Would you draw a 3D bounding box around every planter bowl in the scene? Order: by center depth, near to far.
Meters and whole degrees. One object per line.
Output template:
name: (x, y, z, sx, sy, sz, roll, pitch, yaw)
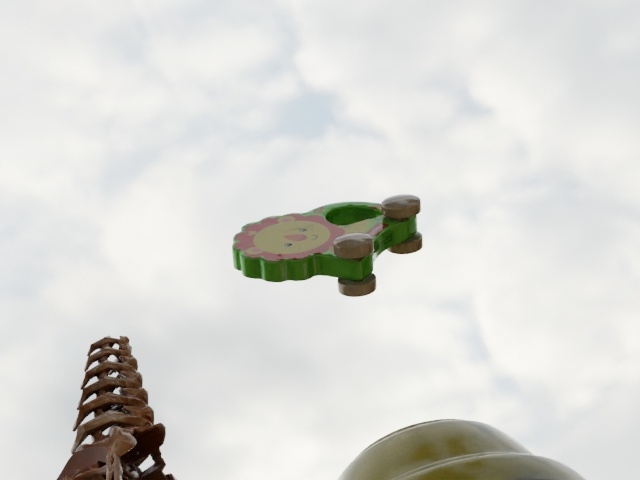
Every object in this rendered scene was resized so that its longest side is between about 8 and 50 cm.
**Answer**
planter bowl: (0.072, 0.173, 1.194, 0.217, 0.090, 0.217, -13, -36, -10)

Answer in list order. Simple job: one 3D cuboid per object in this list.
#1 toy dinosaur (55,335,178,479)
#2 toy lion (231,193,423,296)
toy dinosaur: (-0.134, 0.184, 0.926, 0.218, 0.164, 0.322, -20, 16, 29)
toy lion: (0.000, 0.000, 1.151, 0.100, 0.096, 0.034, -38, -50, -52)
